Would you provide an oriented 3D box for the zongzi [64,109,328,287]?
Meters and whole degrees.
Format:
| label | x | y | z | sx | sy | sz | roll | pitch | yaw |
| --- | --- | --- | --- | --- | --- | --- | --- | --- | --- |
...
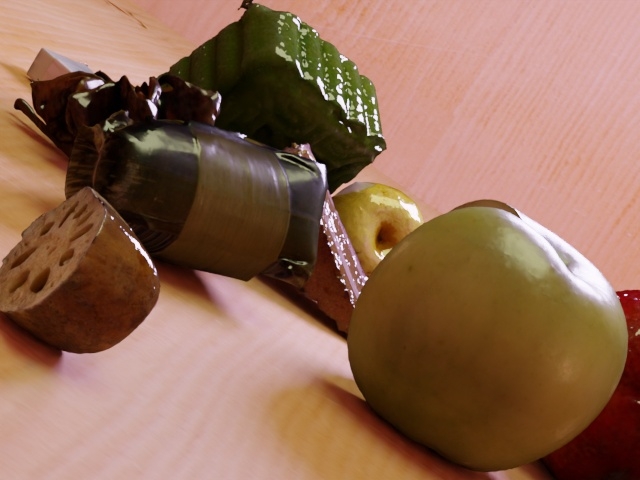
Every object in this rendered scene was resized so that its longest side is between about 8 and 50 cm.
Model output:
| label | x | y | z | sx | sy | sz | roll | pitch | yaw |
| --- | --- | --- | --- | --- | --- | --- | --- | --- | --- |
| zongzi | -0.186 | -0.056 | 1.521 | 0.289 | 0.154 | 0.317 | 18 | -7 | -39 |

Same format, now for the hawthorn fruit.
| label | x | y | z | sx | sy | sz | roll | pitch | yaw |
| --- | --- | --- | --- | --- | --- | --- | --- | --- | --- |
| hawthorn fruit | 0.364 | 0.192 | 1.721 | 0.265 | 0.265 | 0.307 | 33 | -13 | -7 |

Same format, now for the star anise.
| label | x | y | z | sx | sy | sz | roll | pitch | yaw |
| --- | --- | --- | --- | --- | --- | --- | --- | --- | --- |
| star anise | -0.228 | -0.139 | 1.648 | 0.190 | 0.125 | 0.220 | -10 | 12 | -35 |

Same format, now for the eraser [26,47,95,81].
| label | x | y | z | sx | sy | sz | roll | pitch | yaw |
| --- | --- | --- | --- | --- | --- | --- | --- | --- | --- |
| eraser | -0.298 | -0.178 | 1.903 | 0.225 | 0.052 | 0.095 | 40 | 12 | 33 |

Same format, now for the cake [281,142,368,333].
| label | x | y | z | sx | sy | sz | roll | pitch | yaw |
| --- | --- | --- | --- | --- | --- | --- | --- | --- | --- |
| cake | 0.000 | 0.000 | 1.704 | 0.295 | 0.113 | 0.116 | 55 | 21 | -5 |

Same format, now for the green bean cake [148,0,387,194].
| label | x | y | z | sx | sy | sz | roll | pitch | yaw |
| --- | --- | --- | --- | --- | --- | --- | --- | --- | --- |
| green bean cake | -0.074 | -0.151 | 1.820 | 0.247 | 0.250 | 0.156 | 36 | 36 | -38 |

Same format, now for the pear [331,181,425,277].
| label | x | y | z | sx | sy | sz | roll | pitch | yaw |
| --- | --- | --- | --- | --- | --- | --- | --- | --- | --- |
| pear | 0.054 | 0.002 | 1.869 | 0.178 | 0.178 | 0.178 | 33 | 9 | -6 |

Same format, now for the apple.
| label | x | y | z | sx | sy | sz | roll | pitch | yaw |
| --- | --- | --- | --- | --- | --- | --- | --- | --- | --- |
| apple | 0.170 | 0.098 | 1.467 | 0.292 | 0.254 | 0.292 | 33 | 12 | -8 |

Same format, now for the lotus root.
| label | x | y | z | sx | sy | sz | roll | pitch | yaw |
| --- | --- | --- | --- | --- | --- | --- | --- | --- | --- |
| lotus root | -0.184 | 0.029 | 1.054 | 0.081 | 0.112 | 0.122 | 51 | -4 | -30 |
